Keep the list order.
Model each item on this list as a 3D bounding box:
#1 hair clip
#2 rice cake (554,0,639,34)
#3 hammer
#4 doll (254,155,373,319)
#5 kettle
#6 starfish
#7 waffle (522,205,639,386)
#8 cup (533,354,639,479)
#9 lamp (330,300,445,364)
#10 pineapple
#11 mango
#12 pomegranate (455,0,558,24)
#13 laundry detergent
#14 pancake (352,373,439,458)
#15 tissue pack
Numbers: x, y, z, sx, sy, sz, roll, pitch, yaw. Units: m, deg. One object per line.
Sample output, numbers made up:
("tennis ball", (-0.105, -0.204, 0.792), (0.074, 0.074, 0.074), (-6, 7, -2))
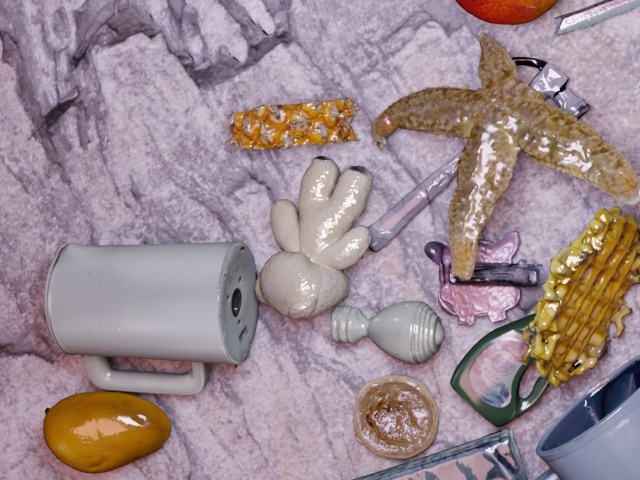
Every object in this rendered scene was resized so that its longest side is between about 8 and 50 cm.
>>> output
("hair clip", (0.272, 0.063, 1.777), (0.187, 0.056, 0.146), (-6, 93, 23))
("rice cake", (0.466, -0.372, 1.711), (0.207, 0.033, 0.033), (-19, 98, 15))
("hammer", (0.235, -0.125, 1.776), (0.427, 0.044, 0.152), (-45, 82, 12))
("doll", (0.004, 0.001, 1.812), (0.149, 0.175, 0.278), (23, 87, -29))
("kettle", (-0.275, 0.120, 1.854), (0.318, 0.265, 0.205), (0, 57, 13))
("starfish", (0.263, -0.125, 1.659), (0.324, 0.082, 0.432), (-42, 58, 14))
("waffle", (0.412, 0.088, 1.662), (0.060, 0.262, 0.280), (30, 141, 42))
("cup", (0.497, 0.375, 1.611), (0.331, 0.257, 0.311), (-39, 85, -17))
("lamp", (0.112, 0.148, 1.796), (0.193, 0.106, 0.106), (3, 94, 24))
("pineapple", (-0.056, -0.189, 1.796), (0.233, 0.135, 0.079), (-6, 92, 13))
("mango", (-0.376, 0.339, 1.917), (0.227, 0.109, 0.147), (0, 95, 3))
("pomegranate", (0.299, -0.437, 1.665), (0.235, 0.210, 0.210), (-18, 88, -18))
("laundry detergent", (0.321, 0.195, 1.762), (0.137, 0.063, 0.211), (44, 99, 6))
("pancake", (0.126, 0.299, 1.832), (0.151, 0.025, 0.152), (1, 93, 12))
("tissue pack", (0.204, 0.466, 1.782), (0.315, 0.103, 0.228), (-21, 87, 13))
